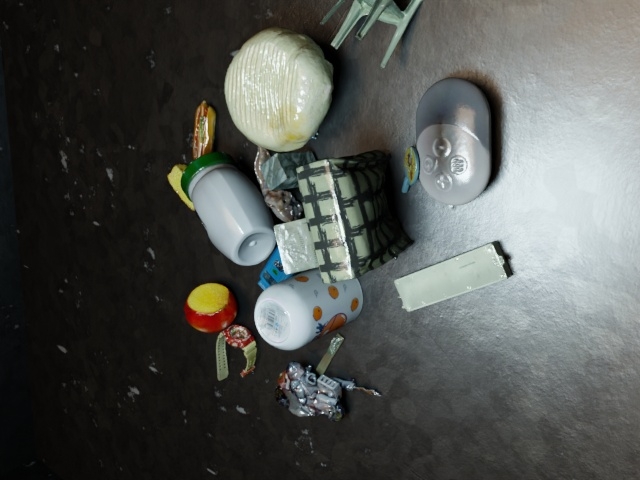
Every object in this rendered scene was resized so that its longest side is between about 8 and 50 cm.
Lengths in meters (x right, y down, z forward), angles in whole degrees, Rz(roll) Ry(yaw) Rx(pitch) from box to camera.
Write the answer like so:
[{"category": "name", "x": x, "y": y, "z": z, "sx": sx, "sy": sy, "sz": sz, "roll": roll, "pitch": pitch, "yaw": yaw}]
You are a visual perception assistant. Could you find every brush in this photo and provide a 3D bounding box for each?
[{"category": "brush", "x": 0.026, "y": 0.389, "z": 2.045, "sx": 0.034, "sy": 0.027, "sz": 0.190, "roll": 43, "pitch": 124, "yaw": 24}]

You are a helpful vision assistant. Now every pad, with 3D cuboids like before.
[{"category": "pad", "x": 0.000, "y": 0.000, "z": 1.872, "sx": 0.265, "sy": 0.009, "sz": 0.159, "roll": -14, "pitch": 95, "yaw": 1}]

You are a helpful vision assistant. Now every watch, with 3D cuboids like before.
[{"category": "watch", "x": -0.321, "y": 0.445, "z": 2.298, "sx": 0.165, "sy": 0.102, "sz": 0.268, "roll": 21, "pitch": 122, "yaw": 31}]

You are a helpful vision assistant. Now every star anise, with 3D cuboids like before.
[{"category": "star anise", "x": -0.138, "y": -0.164, "z": 1.964, "sx": 0.198, "sy": 0.110, "sz": 0.257, "roll": 85, "pitch": 160, "yaw": -68}]

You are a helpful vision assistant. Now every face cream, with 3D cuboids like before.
[{"category": "face cream", "x": -0.298, "y": -0.105, "z": 2.015, "sx": 0.357, "sy": 0.219, "sz": 0.312, "roll": 55, "pitch": 170, "yaw": 28}]

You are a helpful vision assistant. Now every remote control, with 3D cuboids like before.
[{"category": "remote control", "x": 0.344, "y": -0.255, "z": 1.583, "sx": 0.221, "sy": 0.103, "sz": 0.332, "roll": 7, "pitch": 105, "yaw": 44}]

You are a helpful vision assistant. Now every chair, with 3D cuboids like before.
[{"category": "chair", "x": 0.140, "y": -0.639, "z": 1.598, "sx": 0.203, "sy": 0.190, "sz": 0.274, "roll": 30, "pitch": 90, "yaw": 28}]

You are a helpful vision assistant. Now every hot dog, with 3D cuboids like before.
[{"category": "hot dog", "x": -0.420, "y": -0.383, "z": 2.170, "sx": 0.092, "sy": 0.062, "sz": 0.235, "roll": 18, "pitch": 111, "yaw": 37}]

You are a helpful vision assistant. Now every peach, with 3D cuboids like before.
[{"category": "peach", "x": -0.405, "y": 0.247, "z": 2.242, "sx": 0.190, "sy": 0.190, "sz": 0.192, "roll": 58, "pitch": 140, "yaw": 11}]

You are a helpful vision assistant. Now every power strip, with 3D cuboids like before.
[{"category": "power strip", "x": 0.358, "y": 0.108, "z": 1.705, "sx": 0.367, "sy": 0.043, "sz": 0.106, "roll": -25, "pitch": 85, "yaw": 39}]

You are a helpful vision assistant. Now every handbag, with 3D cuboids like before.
[{"category": "handbag", "x": 0.104, "y": -0.076, "z": 1.673, "sx": 0.162, "sy": 0.327, "sz": 0.325, "roll": -10, "pitch": 96, "yaw": 38}]

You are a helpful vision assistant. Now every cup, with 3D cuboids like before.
[{"category": "cup", "x": -0.044, "y": 0.203, "z": 1.865, "sx": 0.212, "sy": 0.317, "sz": 0.212, "roll": 11, "pitch": 108, "yaw": 36}]

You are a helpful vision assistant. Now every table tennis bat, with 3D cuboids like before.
[{"category": "table tennis bat", "x": 0.249, "y": -0.193, "z": 1.687, "sx": 0.155, "sy": 0.019, "sz": 0.100, "roll": 98, "pitch": 164, "yaw": -52}]

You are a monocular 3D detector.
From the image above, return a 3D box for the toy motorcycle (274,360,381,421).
[{"category": "toy motorcycle", "x": 0.002, "y": 0.508, "z": 2.028, "sx": 0.401, "sy": 0.134, "sz": 0.207, "roll": 8, "pitch": 119, "yaw": 33}]

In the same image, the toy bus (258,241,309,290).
[{"category": "toy bus", "x": -0.100, "y": 0.074, "z": 1.993, "sx": 0.113, "sy": 0.134, "sz": 0.246, "roll": 47, "pitch": 124, "yaw": 19}]

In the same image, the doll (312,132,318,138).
[{"category": "doll", "x": -0.056, "y": -0.360, "z": 1.918, "sx": 0.125, "sy": 0.027, "sz": 0.037, "roll": 37, "pitch": 122, "yaw": 21}]

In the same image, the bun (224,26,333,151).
[{"category": "bun", "x": -0.109, "y": -0.450, "z": 1.810, "sx": 0.365, "sy": 0.219, "sz": 0.365, "roll": 11, "pitch": 107, "yaw": 38}]

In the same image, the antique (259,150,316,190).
[{"category": "antique", "x": -0.085, "y": -0.217, "z": 1.874, "sx": 0.086, "sy": 0.183, "sz": 0.088, "roll": -31, "pitch": 79, "yaw": 40}]

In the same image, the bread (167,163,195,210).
[{"category": "bread", "x": -0.495, "y": -0.202, "z": 2.275, "sx": 0.187, "sy": 0.065, "sz": 0.103, "roll": 47, "pitch": 124, "yaw": 20}]
